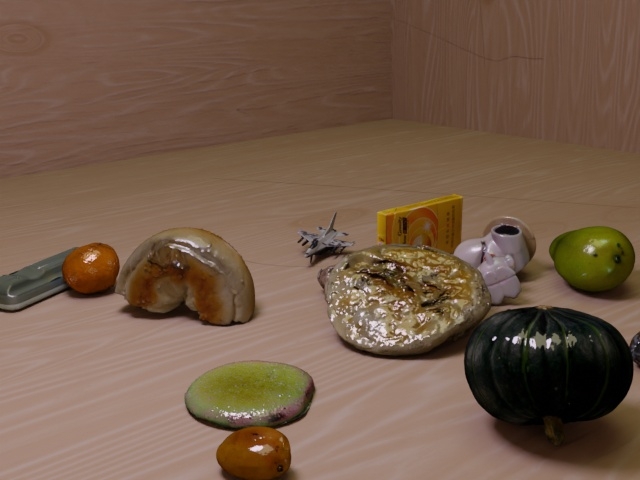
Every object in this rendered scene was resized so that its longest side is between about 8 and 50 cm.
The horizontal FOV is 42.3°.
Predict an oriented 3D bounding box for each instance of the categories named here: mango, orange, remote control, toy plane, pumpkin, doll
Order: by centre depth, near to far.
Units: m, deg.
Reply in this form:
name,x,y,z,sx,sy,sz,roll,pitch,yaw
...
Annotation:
name,x,y,z,sx,sy,sz,roll,pitch,yaw
mango,-0.096,0.306,1.182,0.114,0.060,0.080,8,33,24
pumpkin,0.345,0.201,1.253,0.249,0.216,0.250,-5,-17,-1
mango,0.614,0.035,1.893,0.175,0.143,0.293,-8,6,1
doll,0.421,0.050,1.896,0.208,0.144,0.271,-25,17,-5
orange,-0.533,0.067,1.931,0.135,0.117,0.135,-34,-12,-9
remote control,-0.655,0.082,1.982,0.128,0.066,0.335,9,20,25
toy plane,0.001,0.011,2.157,0.160,0.082,0.234,14,35,16

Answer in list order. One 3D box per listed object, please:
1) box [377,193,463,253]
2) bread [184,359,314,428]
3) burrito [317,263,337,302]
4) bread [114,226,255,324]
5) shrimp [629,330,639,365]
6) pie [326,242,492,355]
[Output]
name,x,y,z,sx,sy,sz,roll,pitch,yaw
box,0.253,-0.021,2.080,0.269,0.152,0.043,-15,21,-36
bread,-0.117,0.254,1.406,0.228,0.034,0.228,-2,15,0
burrito,0.164,0.086,1.832,0.347,0.107,0.175,-3,30,3
bread,-0.290,0.062,1.789,0.314,0.192,0.171,3,19,16
shrimp,0.627,0.213,1.404,0.090,0.079,0.233,34,-2,-38
pie,0.174,0.109,1.655,0.339,0.077,0.339,-4,38,3
